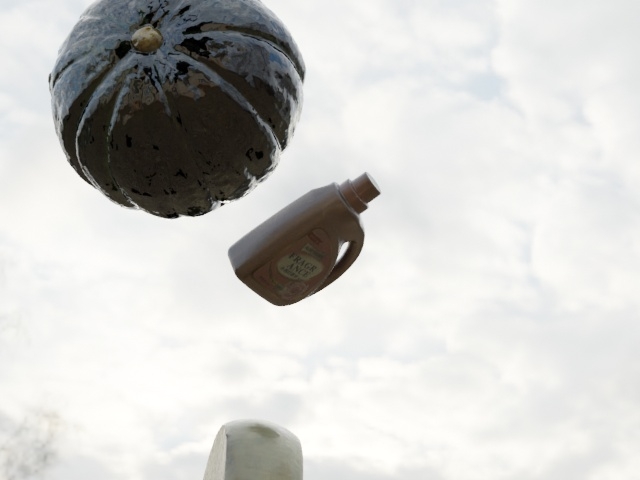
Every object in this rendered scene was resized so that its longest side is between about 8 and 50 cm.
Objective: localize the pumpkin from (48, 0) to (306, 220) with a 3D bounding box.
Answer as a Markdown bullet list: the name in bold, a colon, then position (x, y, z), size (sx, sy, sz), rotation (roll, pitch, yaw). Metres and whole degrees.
- **pumpkin**: position (-0.119, -0.125, 0.964), size (0.221, 0.220, 0.162), rotation (-6, -27, 12)

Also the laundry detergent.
- **laundry detergent**: position (0.000, 0.000, 1.676), size (0.237, 0.076, 0.171), rotation (-35, -39, 11)

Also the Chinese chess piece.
- **Chinese chess piece**: position (-0.096, 0.359, 1.452), size (0.102, 0.273, 0.273), rotation (11, -30, -11)
